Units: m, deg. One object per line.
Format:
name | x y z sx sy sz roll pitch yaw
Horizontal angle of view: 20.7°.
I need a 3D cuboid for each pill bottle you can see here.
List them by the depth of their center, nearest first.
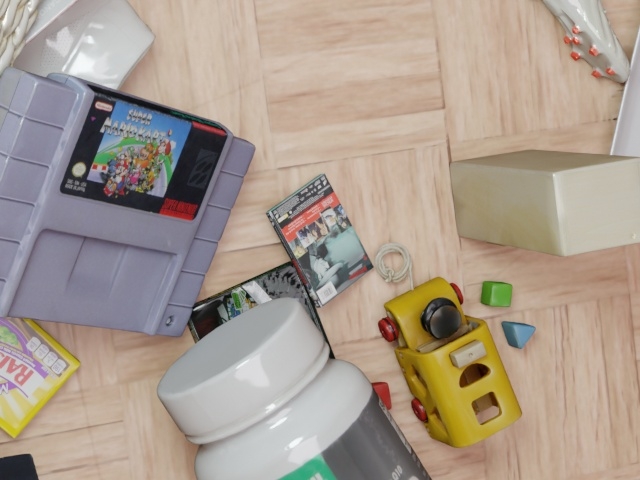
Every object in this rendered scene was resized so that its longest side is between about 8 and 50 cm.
pill bottle | 0.000 0.251 1.782 0.204 0.204 0.361 -36 104 -12

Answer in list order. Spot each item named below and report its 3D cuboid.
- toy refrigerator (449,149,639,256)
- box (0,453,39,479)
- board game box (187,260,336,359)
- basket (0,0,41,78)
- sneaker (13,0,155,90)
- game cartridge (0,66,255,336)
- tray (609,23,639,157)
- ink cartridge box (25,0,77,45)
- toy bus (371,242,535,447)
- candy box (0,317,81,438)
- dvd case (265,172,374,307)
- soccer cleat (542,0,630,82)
toy refrigerator | 0.235 -0.039 1.826 0.102 0.269 0.094 -10 98 -17
box | -0.409 0.379 1.671 0.294 0.183 0.296 -3 112 -18
board game box | -0.041 0.165 1.883 0.136 0.030 0.259 -24 101 -16
basket | -0.399 -0.336 1.509 0.331 0.266 0.328 18 78 16
sneaker | -0.298 -0.154 1.735 0.292 0.108 0.169 -42 102 -11
game cartridge | -0.206 -0.028 1.676 0.355 0.068 0.230 12 105 -58
tray | 0.404 -0.151 1.995 0.145 0.030 0.270 13 91 -17
ink cartridge box | -0.368 -0.230 1.656 0.296 0.066 0.261 -42 68 -10
toy bus | 0.141 0.122 1.889 0.202 0.104 0.191 20 87 -22
candy box | -0.354 0.097 1.780 0.206 0.027 0.105 43 84 -16
dvd case | 0.000 0.000 1.875 0.087 0.013 0.119 -37 104 -33
soccer cleat | 0.289 -0.260 1.933 0.076 0.068 0.196 -44 103 -13
